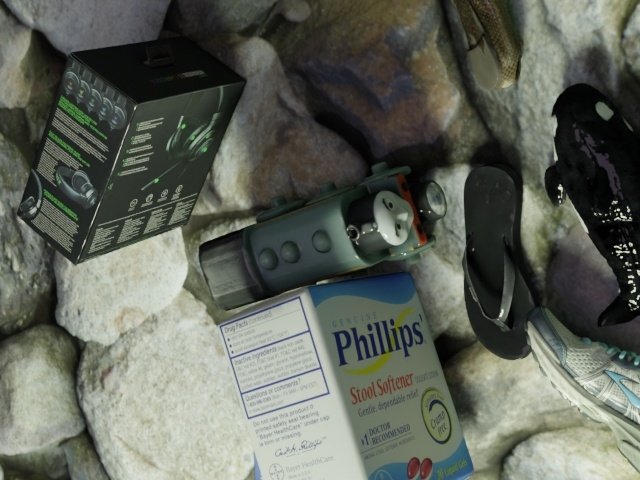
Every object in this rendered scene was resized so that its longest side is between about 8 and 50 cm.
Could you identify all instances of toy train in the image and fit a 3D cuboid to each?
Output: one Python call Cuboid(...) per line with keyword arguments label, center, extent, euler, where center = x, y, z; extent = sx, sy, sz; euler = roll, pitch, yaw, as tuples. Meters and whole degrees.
Cuboid(label="toy train", center=(0.000, 0.000, 1.446), extent=(0.334, 0.190, 0.142), euler=(-17, 95, 35))

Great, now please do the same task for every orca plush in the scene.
Cuboid(label="orca plush", center=(0.319, -0.035, 1.282), extent=(0.151, 0.102, 0.287), euler=(3, 106, 32))

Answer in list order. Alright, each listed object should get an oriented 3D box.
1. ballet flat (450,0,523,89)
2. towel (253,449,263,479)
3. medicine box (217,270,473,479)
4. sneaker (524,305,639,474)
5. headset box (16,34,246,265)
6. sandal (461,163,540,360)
Cuboid(label="ballet flat", center=(0.190, -0.302, 1.322), extent=(0.084, 0.058, 0.250), euler=(156, 97, -71))
Cuboid(label="towel", center=(0.044, 0.349, 1.621), extent=(0.336, 0.040, 0.243), euler=(12, 112, 32))
Cuboid(label="medicine box", center=(0.038, 0.203, 1.406), extent=(0.149, 0.263, 0.289), euler=(-22, 82, 32))
Cuboid(label="sneaker", center=(0.369, 0.169, 1.327), extent=(0.283, 0.110, 0.122), euler=(45, 106, 11))
Cuboid(label="headset box", center=(-0.258, -0.139, 1.538), extent=(0.131, 0.246, 0.283), euler=(37, 121, 18))
Cuboid(label="sandal", center=(0.215, 0.032, 1.398), extent=(0.097, 0.054, 0.255), euler=(-3, 102, 34))
